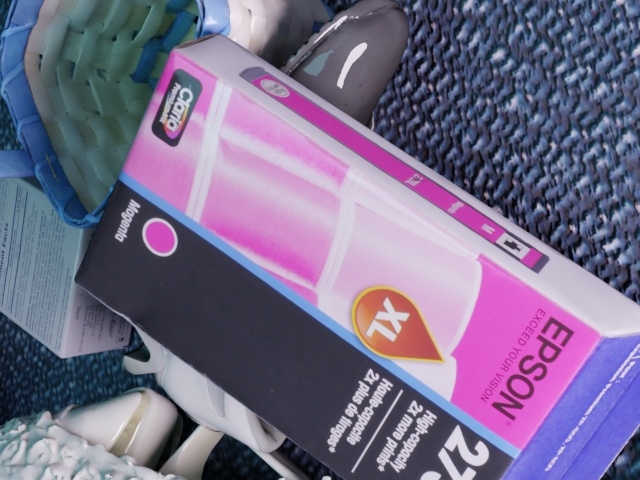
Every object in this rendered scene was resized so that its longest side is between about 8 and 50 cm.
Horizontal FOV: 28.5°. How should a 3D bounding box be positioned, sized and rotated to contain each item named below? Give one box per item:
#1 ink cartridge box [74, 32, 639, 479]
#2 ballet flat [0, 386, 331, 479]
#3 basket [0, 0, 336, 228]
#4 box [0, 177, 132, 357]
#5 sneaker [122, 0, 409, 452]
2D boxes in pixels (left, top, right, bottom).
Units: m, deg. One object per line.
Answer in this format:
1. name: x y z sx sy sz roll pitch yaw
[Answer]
1. ink cartridge box: 0.041 0.051 0.722 0.371 0.069 0.175 33 119 10
2. ballet flat: -0.115 0.189 0.963 0.409 0.147 0.147 14 104 41
3. basket: -0.156 -0.128 0.836 0.255 0.289 0.201 -50 62 33
4. box: -0.218 0.013 1.067 0.137 0.072 0.126 28 113 39
5. sneaker: 0.000 0.000 0.833 0.146 0.122 0.330 37 119 17
